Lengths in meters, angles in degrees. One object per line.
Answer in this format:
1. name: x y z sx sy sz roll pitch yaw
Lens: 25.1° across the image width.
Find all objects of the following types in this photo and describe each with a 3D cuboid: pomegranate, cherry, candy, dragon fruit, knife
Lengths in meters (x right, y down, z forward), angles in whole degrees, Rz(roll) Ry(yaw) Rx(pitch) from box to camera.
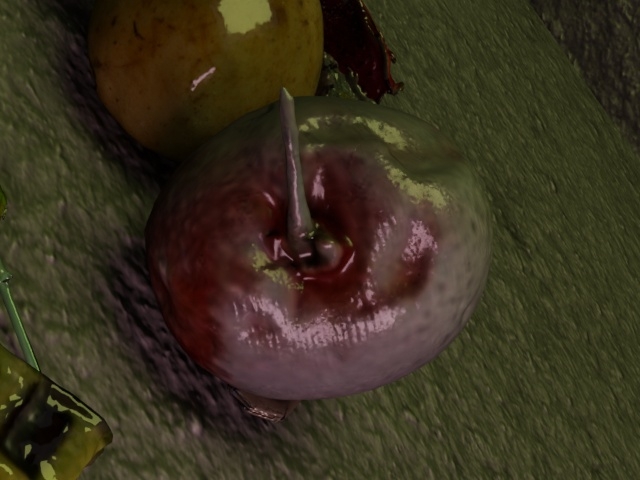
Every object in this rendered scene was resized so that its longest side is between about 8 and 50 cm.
1. pomegranate: -0.115 -0.199 1.501 0.260 0.260 0.260 38 31 -28
2. cherry: 0.013 -0.003 1.366 0.335 0.326 0.291 -22 99 -56
3. candy: -0.268 0.031 1.200 0.058 0.062 0.193 26 40 -83
4. dragon fruit: 0.022 -0.263 1.870 0.274 0.161 0.126 50 29 -3
5. knife: -0.006 0.105 1.534 0.089 0.043 0.365 23 27 13

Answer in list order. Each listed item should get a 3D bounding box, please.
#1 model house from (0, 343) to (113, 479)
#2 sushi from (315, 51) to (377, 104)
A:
1. model house: -0.282 0.170 0.909 0.193 0.175 0.234 46 38 -17
2. sushi: 0.014 -0.110 1.734 0.241 0.107 0.161 60 25 0
